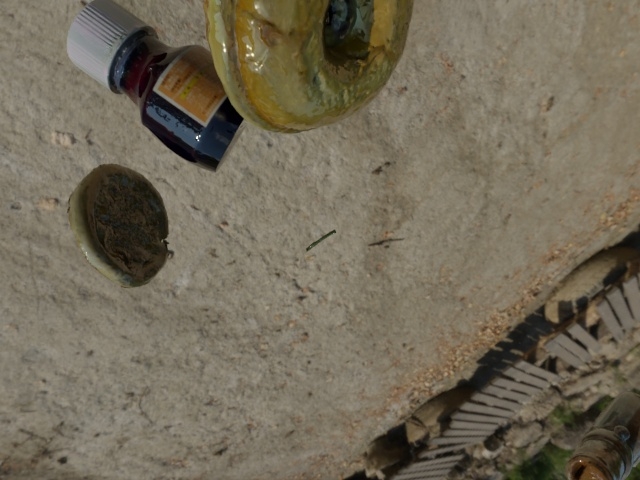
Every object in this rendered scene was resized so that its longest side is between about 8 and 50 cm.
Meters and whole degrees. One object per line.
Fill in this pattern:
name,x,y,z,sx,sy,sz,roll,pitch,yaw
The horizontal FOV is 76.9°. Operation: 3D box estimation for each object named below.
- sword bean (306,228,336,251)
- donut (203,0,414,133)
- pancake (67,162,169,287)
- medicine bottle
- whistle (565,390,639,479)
sword bean,0.000,0.000,0.906,0.083,0.012,0.012,-34,136,10
donut,-0.003,-0.388,0.675,0.449,0.198,0.449,-38,147,-30
pancake,-0.554,-0.046,1.173,0.071,0.383,0.382,-11,137,12
medicine bottle,-0.345,-0.350,0.901,0.395,0.242,0.242,35,110,-11
whistle,0.318,0.224,0.436,0.220,0.057,0.107,8,111,-45
